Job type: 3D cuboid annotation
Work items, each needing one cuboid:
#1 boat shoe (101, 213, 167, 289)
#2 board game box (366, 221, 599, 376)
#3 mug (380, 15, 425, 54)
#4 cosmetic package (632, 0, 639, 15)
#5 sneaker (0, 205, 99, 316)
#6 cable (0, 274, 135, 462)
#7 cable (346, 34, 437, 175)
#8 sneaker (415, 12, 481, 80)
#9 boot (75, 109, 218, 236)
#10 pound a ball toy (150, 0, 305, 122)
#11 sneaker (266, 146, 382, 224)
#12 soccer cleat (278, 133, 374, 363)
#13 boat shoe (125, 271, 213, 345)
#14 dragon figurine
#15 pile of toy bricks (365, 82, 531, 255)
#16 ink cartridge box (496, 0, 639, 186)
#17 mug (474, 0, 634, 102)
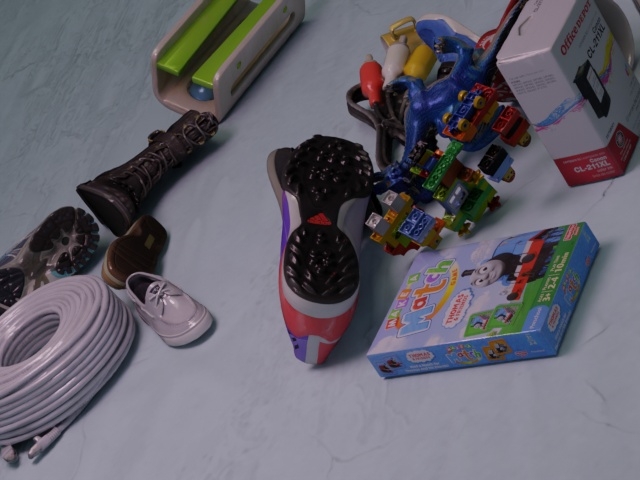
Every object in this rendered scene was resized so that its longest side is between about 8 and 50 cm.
[{"bbox_3d":[-0.262,0.031,2.072,0.072,0.068,0.190,-43,5,21],"label":"boat shoe"},{"bbox_3d":[0.165,0.062,1.557,0.211,0.039,0.160,-13,34,39],"label":"board game box"},{"bbox_3d":[0.125,-0.273,2.126,0.064,0.062,0.078,-26,-5,-2],"label":"mug"},{"bbox_3d":[0.448,-0.328,1.747,0.129,0.153,0.296,-20,32,30],"label":"cosmetic package"},{"bbox_3d":[-0.437,0.069,2.201,0.283,0.110,0.122,-41,9,-18],"label":"sneaker"},{"bbox_3d":[-0.360,0.151,1.958,0.257,0.089,0.257,-45,28,-19],"label":"cable"},{"bbox_3d":[0.082,-0.172,1.992,0.139,0.072,0.287,-15,31,19],"label":"cable"},{"bbox_3d":[0.165,-0.235,1.982,0.152,0.058,0.084,34,69,28],"label":"sneaker"},{"bbox_3d":[-0.246,-0.116,2.244,0.229,0.091,0.263,-38,16,-8],"label":"boot"},{"bbox_3d":[-0.168,-0.343,2.461,0.208,0.136,0.319,22,53,17],"label":"pound a ball toy"},{"bbox_3d":[0.008,-0.061,1.910,0.118,0.083,0.222,-26,36,6],"label":"sneaker"},{"bbox_3d":[0.000,0.000,1.738,0.108,0.116,0.318,8,40,-3],"label":"soccer cleat"},{"bbox_3d":[-0.195,0.078,1.915,0.066,0.063,0.184,-39,27,-9],"label":"boat shoe"},{"bbox_3d":[0.171,-0.159,1.793,0.289,0.085,0.144,-37,59,16],"label":"dragon figurine"},{"bbox_3d":[0.161,-0.058,1.692,0.118,0.105,0.212,29,81,45],"label":"pile of toy bricks"},{"bbox_3d":[0.276,-0.168,1.652,0.072,0.175,0.127,-11,35,39],"label":"ink cartridge box"},{"bbox_3d":[0.275,-0.239,1.829,0.169,0.113,0.150,-7,75,50],"label":"mug"}]
